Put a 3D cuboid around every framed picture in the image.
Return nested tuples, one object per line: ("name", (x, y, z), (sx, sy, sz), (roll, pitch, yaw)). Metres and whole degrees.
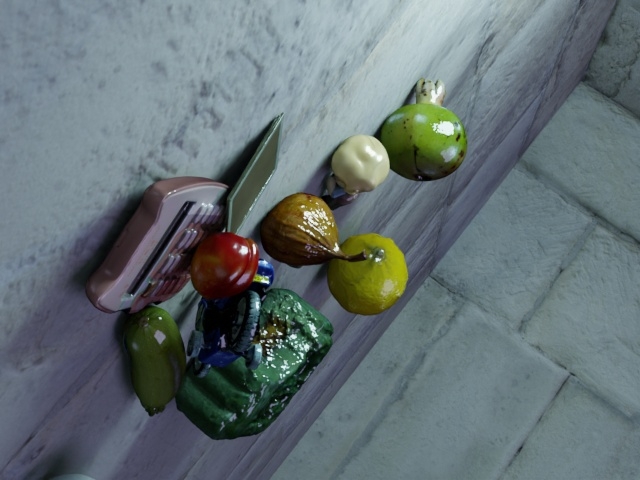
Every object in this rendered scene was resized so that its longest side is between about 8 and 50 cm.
("framed picture", (-0.102, -0.087, 1.357), (0.142, 0.011, 0.183), (103, 13, -58))

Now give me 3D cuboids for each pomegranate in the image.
("pomegranate", (0.202, -0.219, 1.853), (0.179, 0.210, 0.179), (-13, 151, -8))

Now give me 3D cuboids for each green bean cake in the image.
("green bean cake", (-0.125, 0.251, 1.844), (0.300, 0.169, 0.308), (-54, 165, 3))

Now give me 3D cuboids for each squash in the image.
("squash", (-0.260, 0.197, 1.450), (0.094, 0.094, 0.341), (-46, 161, -29))

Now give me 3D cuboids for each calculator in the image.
("calculator", (-0.208, 0.005, 1.254), (0.220, 0.048, 0.329), (-57, 168, 6))

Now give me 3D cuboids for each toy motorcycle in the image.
("toy motorcycle", (-0.148, 0.118, 1.451), (0.315, 0.113, 0.169), (142, -40, -60))

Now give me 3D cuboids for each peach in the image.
("peach", (-0.138, 0.038, 1.291), (0.101, 0.101, 0.101), (-49, 165, -18))

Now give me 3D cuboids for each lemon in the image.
("lemon", (0.112, 0.081, 2.157), (0.192, 0.192, 0.231), (-47, 171, -25))

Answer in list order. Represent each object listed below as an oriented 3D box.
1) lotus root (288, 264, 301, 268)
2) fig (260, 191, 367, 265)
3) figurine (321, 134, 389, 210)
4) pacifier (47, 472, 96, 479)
("lotus root", (-0.048, 0.025, 1.798), (0.054, 0.049, 0.099), (-56, 168, -26))
("fig", (0.000, 0.000, 1.603), (0.146, 0.201, 0.134), (-49, 157, -45))
("figurine", (0.057, -0.126, 1.725), (0.114, 0.108, 0.196), (-35, 176, -28))
("pacifier", (-0.393, 0.503, 1.471), (0.238, 0.226, 0.287), (-29, 157, -18))
